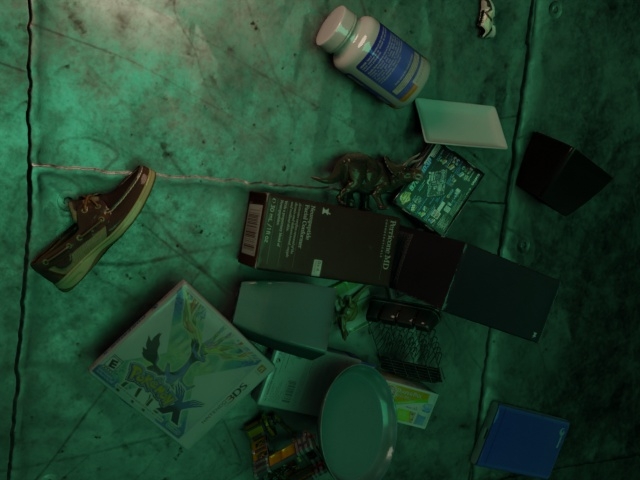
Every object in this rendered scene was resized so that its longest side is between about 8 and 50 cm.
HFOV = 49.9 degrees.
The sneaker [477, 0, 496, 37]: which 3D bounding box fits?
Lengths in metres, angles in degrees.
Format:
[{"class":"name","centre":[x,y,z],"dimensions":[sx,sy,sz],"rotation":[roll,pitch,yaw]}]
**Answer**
[{"class":"sneaker","centre":[0.451,-0.607,1.881],"dimensions":[0.044,0.040,0.109],"rotation":[-17,107,-17]}]

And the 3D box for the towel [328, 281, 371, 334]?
[{"class":"towel","centre":[0.090,0.175,1.906],"dimensions":[0.113,0.023,0.152],"rotation":[-25,108,-19]}]

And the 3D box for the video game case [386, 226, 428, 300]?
[{"class":"video game case","centre":[0.268,0.061,1.956],"dimensions":[0.201,0.023,0.183],"rotation":[-20,109,-18]}]

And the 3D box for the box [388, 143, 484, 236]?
[{"class":"box","centre":[0.320,-0.143,1.892],"dimensions":[0.175,0.051,0.220],"rotation":[34,86,-8]}]

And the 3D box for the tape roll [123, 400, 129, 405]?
[{"class":"tape roll","centre":[-0.415,0.311,1.678],"dimensions":[0.189,0.080,0.189],"rotation":[-5,102,-23]}]

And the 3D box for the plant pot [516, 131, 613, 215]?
[{"class":"plant pot","centre":[0.692,-0.184,2.009],"dimensions":[0.188,0.187,0.167],"rotation":[30,100,-26]}]

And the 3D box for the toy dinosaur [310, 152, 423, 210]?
[{"class":"toy dinosaur","centre":[0.108,-0.165,1.803],"dimensions":[0.313,0.121,0.160],"rotation":[7,86,-20]}]

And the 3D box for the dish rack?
[{"class":"dish rack","centre":[0.240,0.282,1.890],"dimensions":[0.074,0.208,0.271],"rotation":[-54,139,-37]}]

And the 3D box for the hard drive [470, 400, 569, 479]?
[{"class":"hard drive","centre":[0.654,0.655,2.243],"dimensions":[0.319,0.040,0.210],"rotation":[19,93,-26]}]

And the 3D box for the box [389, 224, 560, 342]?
[{"class":"box","centre":[0.388,0.110,1.829],"dimensions":[0.343,0.312,0.179],"rotation":[20,91,-28]}]

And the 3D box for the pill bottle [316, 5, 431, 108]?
[{"class":"pill bottle","centre":[0.129,-0.458,1.710],"dimensions":[0.272,0.152,0.152],"rotation":[30,88,-26]}]

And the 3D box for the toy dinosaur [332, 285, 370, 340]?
[{"class":"toy dinosaur","centre":[0.078,0.177,1.869],"dimensions":[0.092,0.053,0.183],"rotation":[36,77,-42]}]

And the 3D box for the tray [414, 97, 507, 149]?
[{"class":"tray","centre":[0.383,-0.314,1.893],"dimensions":[0.270,0.030,0.145],"rotation":[1,66,-24]}]

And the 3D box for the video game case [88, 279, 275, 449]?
[{"class":"video game case","centre":[-0.320,0.302,1.634],"dimensions":[0.300,0.036,0.329],"rotation":[-43,114,-2]}]

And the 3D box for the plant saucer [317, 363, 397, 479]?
[{"class":"plant saucer","centre":[0.091,0.480,1.776],"dimensions":[0.317,0.044,0.317],"rotation":[13,73,-48]}]

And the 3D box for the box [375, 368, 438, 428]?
[{"class":"box","centre":[0.216,0.450,1.971],"dimensions":[0.203,0.103,0.114],"rotation":[19,93,-26]}]

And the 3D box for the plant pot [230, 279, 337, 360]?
[{"class":"plant pot","centre":[-0.101,0.188,1.722],"dimensions":[0.234,0.166,0.165],"rotation":[14,72,-10]}]

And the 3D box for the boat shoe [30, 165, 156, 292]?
[{"class":"boat shoe","centre":[-0.510,-0.047,1.540],"dimensions":[0.123,0.123,0.342],"rotation":[41,90,-27]}]

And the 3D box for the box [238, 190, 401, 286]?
[{"class":"box","centre":[0.000,0.000,1.754],"dimensions":[0.381,0.143,0.191],"rotation":[8,92,-27]}]

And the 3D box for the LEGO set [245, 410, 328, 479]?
[{"class":"LEGO set","centre":[-0.042,0.590,1.808],"dimensions":[0.192,0.255,0.331],"rotation":[-29,105,2]}]

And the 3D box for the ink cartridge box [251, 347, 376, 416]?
[{"class":"ink cartridge box","centre":[-0.015,0.380,1.879],"dimensions":[0.311,0.065,0.185],"rotation":[18,93,-23]}]
